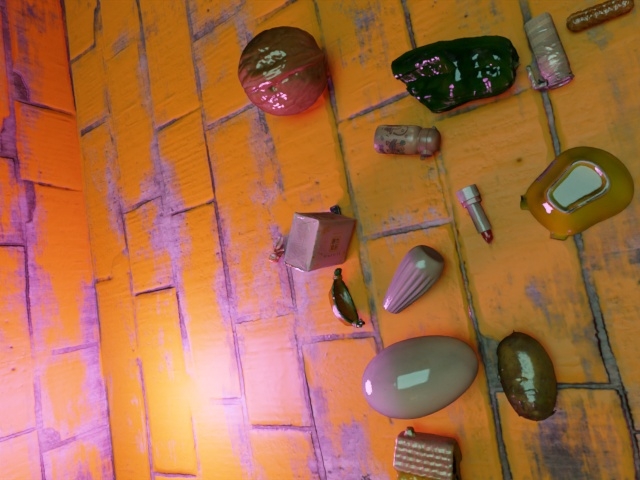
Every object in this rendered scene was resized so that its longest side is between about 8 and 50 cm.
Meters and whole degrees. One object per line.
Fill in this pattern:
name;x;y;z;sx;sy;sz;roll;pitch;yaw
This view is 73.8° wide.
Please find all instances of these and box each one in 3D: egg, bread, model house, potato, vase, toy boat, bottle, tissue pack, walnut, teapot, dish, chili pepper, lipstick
egg;0.299;0.413;1.304;0.371;0.230;0.229;-27;75;22
bread;0.757;-0.617;1.158;0.157;0.044;0.052;-12;77;30
model house;0.330;0.706;1.309;0.194;0.175;0.234;-6;89;32
potato;0.582;0.378;1.205;0.149;0.113;0.251;-22;69;37
vase;0.291;0.134;1.381;0.128;0.128;0.248;44;119;24
toy boat;0.085;0.213;1.519;0.088;0.089;0.229;-41;65;39
bottle;0.287;-0.324;1.405;0.209;0.097;0.109;11;92;31
tissue pack;0.000;0.000;1.488;0.124;0.225;0.184;20;105;33
walnut;-0.132;-0.616;1.563;0.333;0.333;0.332;-1;88;31
teapot;0.633;-0.526;1.213;0.107;0.077;0.200;-21;78;33
dish;0.687;-0.135;1.153;0.262;0.108;0.221;-43;67;23
chili pepper;0.400;-0.514;1.302;0.385;0.168;0.213;4;89;32
lipstick;0.484;-0.076;1.309;0.063;0.057;0.186;-25;81;28

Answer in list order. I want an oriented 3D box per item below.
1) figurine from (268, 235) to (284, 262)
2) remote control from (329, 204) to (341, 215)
figurine;-0.172;0.038;1.707;0.064;0.047;0.109;20;90;37
remote control;0.063;-0.084;1.584;0.039;0.014;0.096;-21;79;30
